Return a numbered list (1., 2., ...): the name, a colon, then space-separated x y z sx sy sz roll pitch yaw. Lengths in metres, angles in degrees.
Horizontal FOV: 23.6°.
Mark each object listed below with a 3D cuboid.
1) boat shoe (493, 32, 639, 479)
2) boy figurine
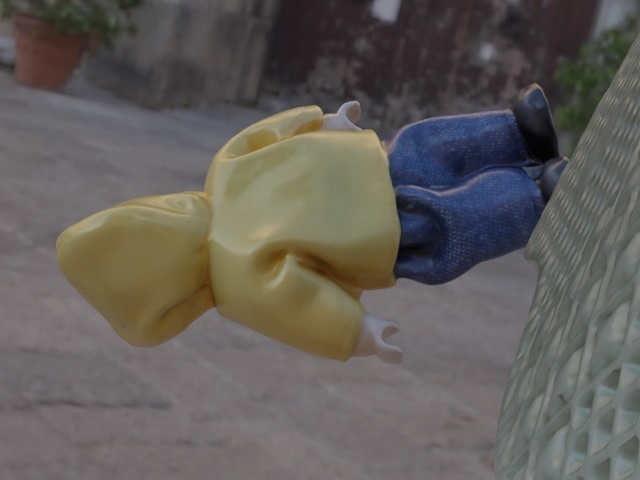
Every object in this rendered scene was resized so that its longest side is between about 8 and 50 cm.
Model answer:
1. boat shoe: 0.161 0.013 0.519 0.156 0.187 0.500 29 10 4
2. boy figurine: 0.000 0.000 0.848 0.285 0.092 0.177 -15 53 -2
